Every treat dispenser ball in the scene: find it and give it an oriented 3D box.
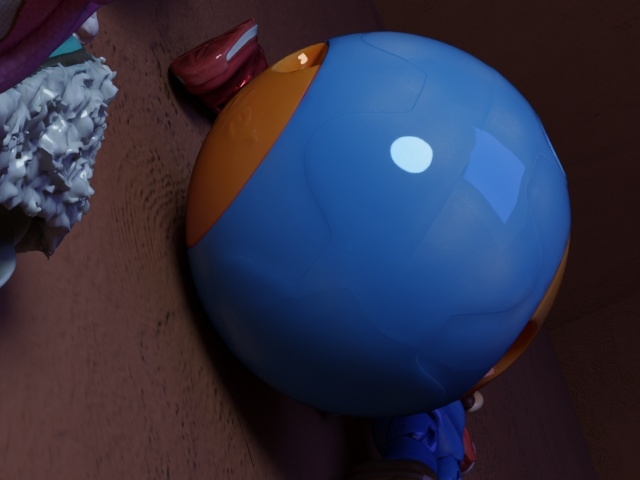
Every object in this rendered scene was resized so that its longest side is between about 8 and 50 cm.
[{"bbox_3d":[0.043,-0.011,1.080,0.288,0.288,0.288,61,13,-23],"label":"treat dispenser ball"}]

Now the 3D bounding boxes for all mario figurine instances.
[{"bbox_3d":[0.074,0.176,1.359,0.320,0.170,0.198,-73,172,-58],"label":"mario figurine"}]

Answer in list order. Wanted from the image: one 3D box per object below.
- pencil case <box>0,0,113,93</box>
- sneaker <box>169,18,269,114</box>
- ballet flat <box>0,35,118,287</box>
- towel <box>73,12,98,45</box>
[{"bbox_3d":[-0.175,-0.168,0.450,0.386,0.167,0.160,43,-38,53],"label":"pencil case"},{"bbox_3d":[-0.067,-0.133,1.343,0.128,0.087,0.221,62,13,-10],"label":"sneaker"},{"bbox_3d":[-0.174,-0.023,0.566,0.147,0.147,0.409,66,13,0],"label":"ballet flat"},{"bbox_3d":[-0.260,-0.327,0.955,0.317,0.053,0.332,51,18,-49],"label":"towel"}]
